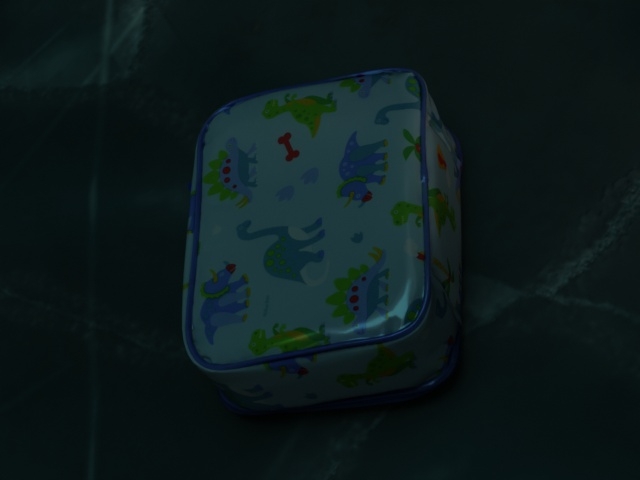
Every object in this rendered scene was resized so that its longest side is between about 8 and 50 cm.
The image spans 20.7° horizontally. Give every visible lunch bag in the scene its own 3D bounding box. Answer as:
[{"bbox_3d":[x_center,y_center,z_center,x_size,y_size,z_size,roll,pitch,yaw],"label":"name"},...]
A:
[{"bbox_3d":[0.000,0.000,1.116,0.176,0.090,0.219,-11,54,17],"label":"lunch bag"}]
